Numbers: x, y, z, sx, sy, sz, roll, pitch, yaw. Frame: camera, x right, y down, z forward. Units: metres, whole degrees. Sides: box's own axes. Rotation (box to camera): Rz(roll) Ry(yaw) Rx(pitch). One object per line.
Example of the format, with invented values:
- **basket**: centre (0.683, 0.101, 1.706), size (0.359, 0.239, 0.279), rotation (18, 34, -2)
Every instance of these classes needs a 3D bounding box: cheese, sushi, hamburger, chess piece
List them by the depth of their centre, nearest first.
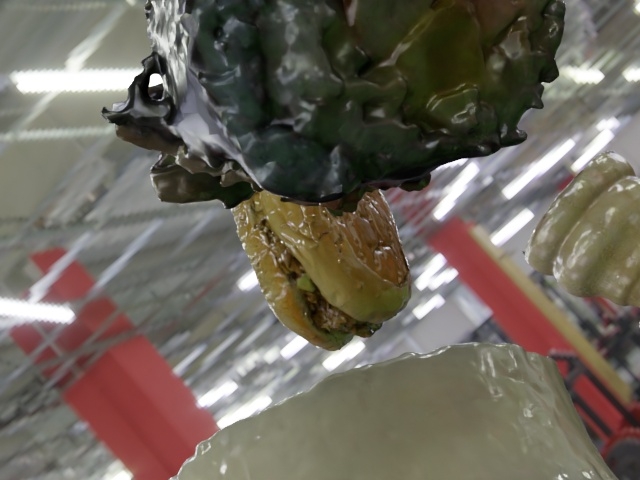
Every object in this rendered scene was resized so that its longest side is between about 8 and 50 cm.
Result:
- **sushi**: centre (0.004, -0.124, 0.763), size (0.219, 0.239, 0.225), rotation (166, 112, -82)
- **cheese**: centre (0.055, 0.223, 0.965), size (0.332, 0.153, 0.292), rotation (-20, -38, -2)
- **chess piece**: centre (0.337, 0.040, 1.265), size (0.143, 0.261, 0.142), rotation (-39, -26, -24)
- **hamburger**: centre (0.001, 0.001, 1.277), size (0.108, 0.213, 0.214), rotation (-32, -6, 22)
